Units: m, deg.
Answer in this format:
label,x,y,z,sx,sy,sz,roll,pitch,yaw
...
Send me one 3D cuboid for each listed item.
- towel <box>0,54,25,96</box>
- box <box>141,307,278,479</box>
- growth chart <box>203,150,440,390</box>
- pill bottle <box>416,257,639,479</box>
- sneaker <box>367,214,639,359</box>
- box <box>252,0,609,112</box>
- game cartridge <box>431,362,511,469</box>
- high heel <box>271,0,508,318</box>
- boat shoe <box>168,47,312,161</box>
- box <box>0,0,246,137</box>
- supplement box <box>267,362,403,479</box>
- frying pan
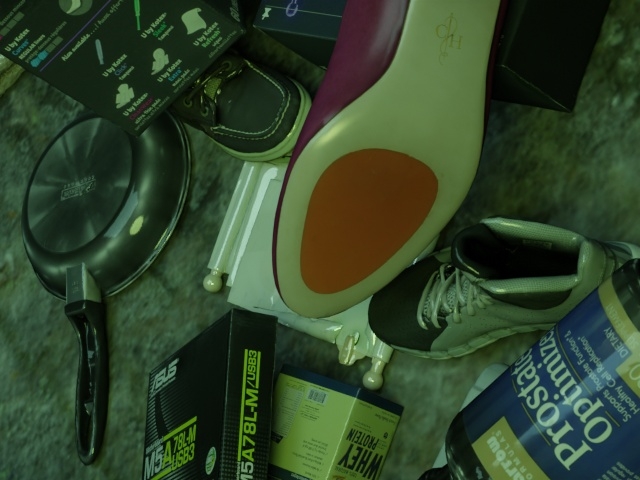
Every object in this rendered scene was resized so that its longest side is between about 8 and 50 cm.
label,x,y,z,sx,sy,sz,roll,pitch,yaw
towel,-0.369,-0.187,1.861,0.282,0.049,0.187,-46,48,16
box,-0.089,0.165,1.421,0.191,0.045,0.184,143,132,-60
growth chart,0.000,0.000,1.485,0.237,0.021,0.172,26,89,44
pill bottle,0.156,0.124,1.159,0.219,0.123,0.123,-45,49,18
sneaker,0.105,0.022,1.302,0.229,0.132,0.086,-11,68,34
box,0.096,-0.215,1.443,0.261,0.103,0.184,14,84,43
game cartridge,0.129,0.246,1.251,0.196,0.060,0.294,24,88,40
high heel,0.059,-0.131,1.333,0.377,0.127,0.181,-60,20,17
boat shoe,-0.092,-0.125,1.564,0.223,0.073,0.080,28,91,53
box,-0.208,-0.234,1.485,0.143,0.270,0.165,-42,36,25
supplement box,0.003,0.146,1.395,0.083,0.056,0.083,15,82,43
frying pan,-0.219,0.019,1.650,0.197,0.053,0.326,11,76,43
